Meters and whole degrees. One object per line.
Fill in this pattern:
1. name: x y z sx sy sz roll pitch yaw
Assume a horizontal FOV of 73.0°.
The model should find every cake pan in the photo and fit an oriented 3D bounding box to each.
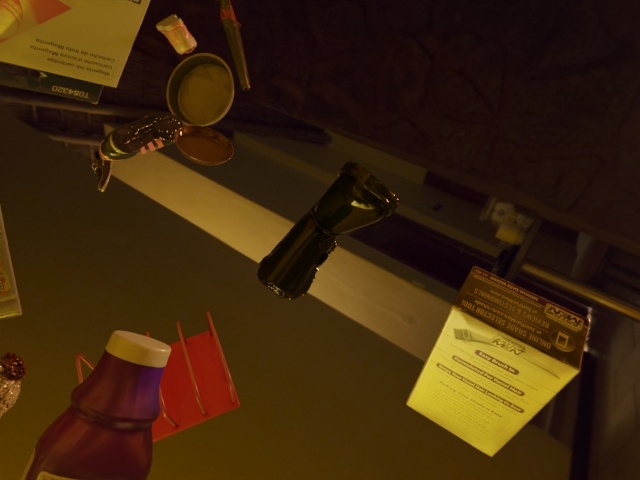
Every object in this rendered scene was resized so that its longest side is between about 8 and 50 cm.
1. cake pan: -0.467 -0.586 1.707 0.294 0.293 0.054 -64 -14 4

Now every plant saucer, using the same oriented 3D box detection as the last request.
1. plant saucer: -0.335 -0.269 1.240 0.168 0.168 0.029 -35 -18 -48

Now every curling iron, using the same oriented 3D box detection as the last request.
1. curling iron: -0.177 -0.428 0.859 0.035 0.274 0.068 -17 -7 -3

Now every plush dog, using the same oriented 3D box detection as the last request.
1. plush dog: -0.859 0.400 1.093 0.211 0.225 0.263 53 -139 -37

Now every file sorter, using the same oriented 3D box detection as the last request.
1. file sorter: -0.351 0.304 0.948 0.290 0.202 0.182 -17 -30 -19

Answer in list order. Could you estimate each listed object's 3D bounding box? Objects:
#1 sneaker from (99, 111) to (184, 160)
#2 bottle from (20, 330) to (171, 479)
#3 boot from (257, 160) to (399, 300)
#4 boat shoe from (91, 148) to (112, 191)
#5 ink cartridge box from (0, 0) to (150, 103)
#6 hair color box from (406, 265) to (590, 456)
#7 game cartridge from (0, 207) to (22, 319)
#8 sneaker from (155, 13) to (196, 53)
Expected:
1. sneaker: -0.594 -0.346 1.442 0.319 0.131 0.112 -39 -71 -55
2. bottle: -0.245 0.241 0.459 0.118 0.092 0.283 24 -101 -29
3. boot: 0.000 0.000 0.637 0.207 0.094 0.246 -51 7 -5
4. boat shoe: -0.772 -0.249 1.516 0.064 0.206 0.075 19 -52 -34
5. ink cartridge box: -0.503 -0.378 0.751 0.323 0.072 0.330 -2 -36 -46
6. hair color box: 0.283 0.222 0.749 0.110 0.185 0.339 -48 -25 -37
7. game cartridge: -0.773 0.063 0.917 0.198 0.062 0.298 -15 -53 -38
8. sneaker: -0.305 -0.435 0.918 0.051 0.134 0.070 -36 -50 -7
